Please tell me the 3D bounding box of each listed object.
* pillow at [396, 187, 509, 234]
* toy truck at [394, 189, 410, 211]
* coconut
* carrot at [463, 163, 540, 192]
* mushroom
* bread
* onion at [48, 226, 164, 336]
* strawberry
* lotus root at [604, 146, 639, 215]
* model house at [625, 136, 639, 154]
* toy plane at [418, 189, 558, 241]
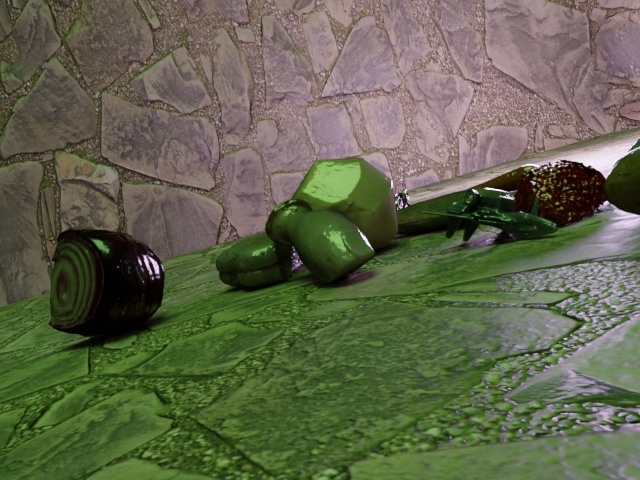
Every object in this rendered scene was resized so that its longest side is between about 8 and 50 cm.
[{"bbox_3d":[0.287,-0.068,1.848,0.185,0.075,0.302,-21,7,-38],"label":"pillow"},{"bbox_3d":[0.191,-0.068,2.079,0.083,0.092,0.192,-14,13,22],"label":"toy truck"},{"bbox_3d":[0.059,-0.066,1.751,0.259,0.259,0.259,-15,5,1],"label":"coconut"},{"bbox_3d":[0.528,-0.166,2.302,0.336,0.069,0.069,-15,4,35],"label":"carrot"},{"bbox_3d":[0.000,0.000,1.501,0.128,0.128,0.350,-17,23,-23],"label":"mushroom"},{"bbox_3d":[-0.137,0.042,1.775,0.183,0.102,0.337,-17,6,13],"label":"bread"},{"bbox_3d":[-0.405,0.085,1.542,0.207,0.216,0.206,2,-2,38],"label":"onion"},{"bbox_3d":[0.452,-0.096,1.475,0.188,0.106,0.286,-15,5,20],"label":"strawberry"},{"bbox_3d":[0.542,-0.098,1.184,0.221,0.118,0.125,-14,21,49],"label":"lotus root"},{"bbox_3d":[0.820,-0.214,1.840,0.165,0.106,0.152,23,3,15],"label":"model house"},{"bbox_3d":[0.325,-0.046,1.380,0.212,0.088,0.267,9,-5,-28],"label":"toy plane"}]
